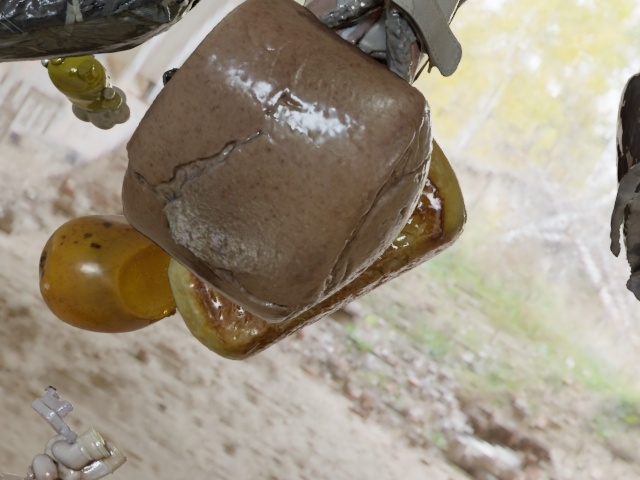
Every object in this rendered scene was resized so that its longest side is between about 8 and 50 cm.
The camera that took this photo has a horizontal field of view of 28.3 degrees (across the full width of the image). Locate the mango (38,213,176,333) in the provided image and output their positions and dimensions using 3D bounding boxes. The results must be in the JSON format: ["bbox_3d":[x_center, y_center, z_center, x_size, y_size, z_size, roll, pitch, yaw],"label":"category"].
[{"bbox_3d":[-0.278,0.038,1.802,0.191,0.160,0.290,11,14,38],"label":"mango"}]

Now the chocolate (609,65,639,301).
[{"bbox_3d":[0.351,-0.095,0.963,0.303,0.303,0.213,31,41,-35],"label":"chocolate"}]

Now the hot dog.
[{"bbox_3d":[0.001,0.002,1.714,0.185,0.405,0.223,61,5,3],"label":"hot dog"}]

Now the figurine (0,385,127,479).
[{"bbox_3d":[-0.396,0.338,1.701,0.144,0.257,0.182,35,-16,37],"label":"figurine"}]

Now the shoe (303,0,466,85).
[{"bbox_3d":[0.079,-0.257,1.283,0.172,0.351,0.198,22,22,-2],"label":"shoe"}]

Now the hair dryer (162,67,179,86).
[{"bbox_3d":[-0.195,-0.194,2.014,0.197,0.089,0.251,-4,-30,12],"label":"hair dryer"}]

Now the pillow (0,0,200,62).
[{"bbox_3d":[-0.276,-0.243,1.334,0.335,0.092,0.161,-10,-2,-7],"label":"pillow"}]

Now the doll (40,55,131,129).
[{"bbox_3d":[-0.292,-0.191,1.597,0.106,0.062,0.162,29,-12,12],"label":"doll"}]

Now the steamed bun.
[{"bbox_3d":[-0.057,-0.055,1.158,0.251,0.199,0.301,44,-39,12],"label":"steamed bun"}]
